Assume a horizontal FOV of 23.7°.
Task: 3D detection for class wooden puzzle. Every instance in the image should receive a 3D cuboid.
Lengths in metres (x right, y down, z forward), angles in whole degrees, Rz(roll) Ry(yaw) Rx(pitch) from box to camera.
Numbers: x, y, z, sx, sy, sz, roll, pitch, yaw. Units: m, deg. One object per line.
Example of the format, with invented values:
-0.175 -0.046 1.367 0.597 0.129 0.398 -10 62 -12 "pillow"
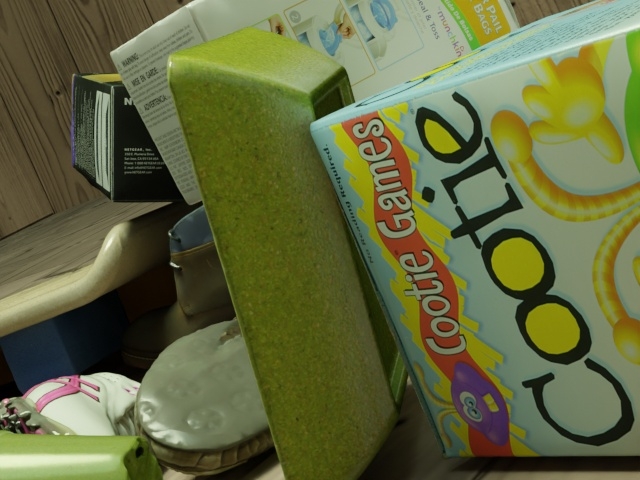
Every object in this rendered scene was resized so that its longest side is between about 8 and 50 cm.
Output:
-0.222 0.071 1.175 0.348 0.080 0.322 -26 1 19 "wooden puzzle"

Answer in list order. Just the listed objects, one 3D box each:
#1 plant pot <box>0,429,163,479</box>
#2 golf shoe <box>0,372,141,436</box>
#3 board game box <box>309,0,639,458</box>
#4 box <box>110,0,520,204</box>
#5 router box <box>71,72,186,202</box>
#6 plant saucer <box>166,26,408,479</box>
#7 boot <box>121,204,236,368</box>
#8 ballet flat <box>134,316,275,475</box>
-0.108 0.112 0.638 0.079 0.083 0.083 -8 10 10 "plant pot"
-0.114 0.094 0.771 0.086 0.067 0.186 -24 7 -14 "golf shoe"
0.149 -0.021 0.503 0.144 0.142 0.275 -27 9 -34 "board game box"
0.000 -0.116 0.905 0.203 0.103 0.114 -31 8 -30 "box"
-0.018 -0.079 1.127 0.309 0.081 0.243 -1 8 -16 "router box"
0.000 0.000 0.648 0.045 0.188 0.188 -15 9 10 "plant saucer"
-0.066 0.017 1.005 0.219 0.106 0.082 -17 11 39 "boot"
-0.028 0.065 0.797 0.084 0.058 0.250 14 23 10 "ballet flat"
